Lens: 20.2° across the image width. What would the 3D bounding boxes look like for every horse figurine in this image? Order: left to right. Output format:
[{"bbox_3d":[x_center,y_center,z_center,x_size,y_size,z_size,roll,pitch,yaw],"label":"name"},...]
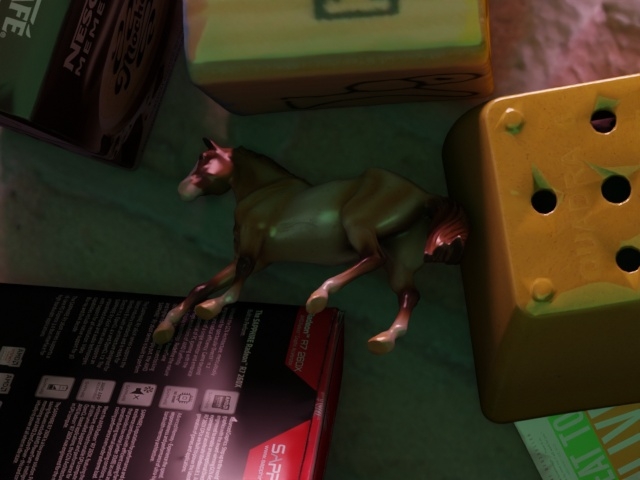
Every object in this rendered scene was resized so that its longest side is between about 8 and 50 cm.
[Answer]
[{"bbox_3d":[0.000,0.000,1.211,0.263,0.174,0.066,-1,129,32],"label":"horse figurine"}]

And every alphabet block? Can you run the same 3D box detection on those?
[{"bbox_3d":[0.015,-0.195,1.228,0.197,0.192,0.193,-3,88,6],"label":"alphabet block"}]

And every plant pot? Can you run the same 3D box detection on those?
[{"bbox_3d":[0.193,-0.010,1.179,0.212,0.187,0.212,-9,76,5],"label":"plant pot"}]

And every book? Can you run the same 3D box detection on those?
[{"bbox_3d":[0.217,0.130,1.266,0.144,0.035,0.096,-28,86,2],"label":"book"}]

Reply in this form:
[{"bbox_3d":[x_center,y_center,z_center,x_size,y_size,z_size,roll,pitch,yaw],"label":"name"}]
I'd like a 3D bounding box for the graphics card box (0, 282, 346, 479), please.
[{"bbox_3d":[-0.179,0.132,1.210,0.370,0.233,0.094,4,126,5],"label":"graphics card box"}]

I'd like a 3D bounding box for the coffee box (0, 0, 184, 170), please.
[{"bbox_3d":[-0.178,-0.154,1.192,0.118,0.297,0.168,19,89,7],"label":"coffee box"}]
